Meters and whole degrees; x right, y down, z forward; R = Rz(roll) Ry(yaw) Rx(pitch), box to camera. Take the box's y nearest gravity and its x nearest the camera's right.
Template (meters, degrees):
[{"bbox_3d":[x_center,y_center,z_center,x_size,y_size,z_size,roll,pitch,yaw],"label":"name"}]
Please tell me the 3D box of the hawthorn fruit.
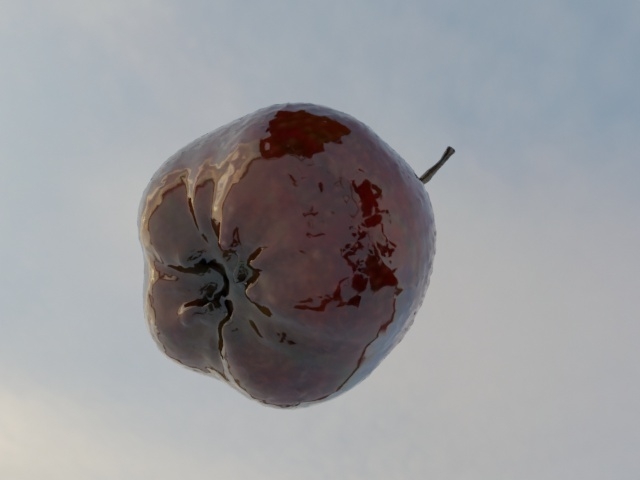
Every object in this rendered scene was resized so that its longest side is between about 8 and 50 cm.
[{"bbox_3d":[0.000,0.000,0.426,0.162,0.203,0.163,6,-77,29],"label":"hawthorn fruit"}]
